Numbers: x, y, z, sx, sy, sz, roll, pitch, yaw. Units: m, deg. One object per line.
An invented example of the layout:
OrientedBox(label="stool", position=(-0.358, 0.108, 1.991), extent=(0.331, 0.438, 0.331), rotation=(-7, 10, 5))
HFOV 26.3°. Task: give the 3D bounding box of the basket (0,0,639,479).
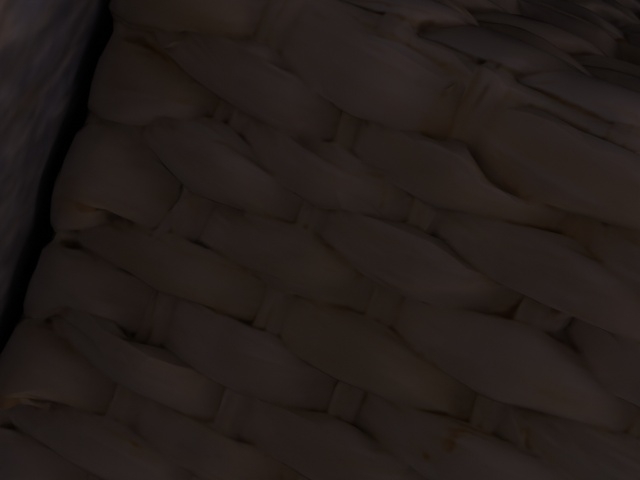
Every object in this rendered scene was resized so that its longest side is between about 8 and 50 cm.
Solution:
OrientedBox(label="basket", position=(0.074, 0.070, 0.471), extent=(0.328, 0.331, 0.266), rotation=(-68, 167, 23))
